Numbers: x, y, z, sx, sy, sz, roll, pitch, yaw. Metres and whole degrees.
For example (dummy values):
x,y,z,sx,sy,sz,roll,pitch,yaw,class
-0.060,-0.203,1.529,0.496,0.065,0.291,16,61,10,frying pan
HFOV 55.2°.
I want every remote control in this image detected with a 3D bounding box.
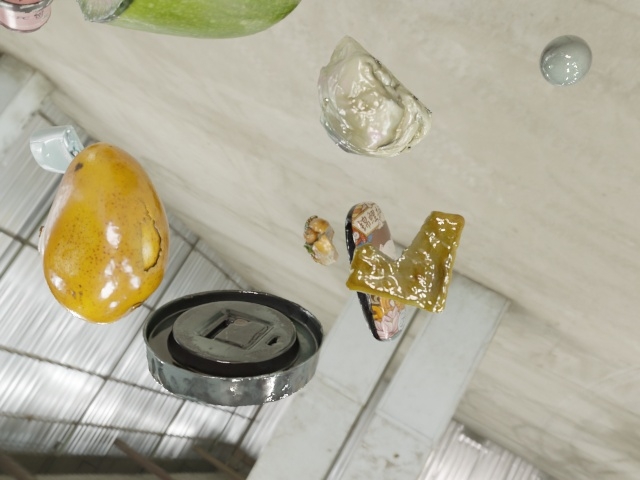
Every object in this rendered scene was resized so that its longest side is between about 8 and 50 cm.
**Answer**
x,y,z,sx,sy,sz,roll,pitch,yaw,class
-0.534,-0.178,1.246,0.293,0.051,0.103,9,127,51,remote control

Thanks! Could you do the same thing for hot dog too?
x,y,z,sx,sy,sz,roll,pitch,yaw,class
0.000,0.000,1.461,0.072,0.109,0.269,-15,170,4,hot dog

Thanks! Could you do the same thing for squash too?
x,y,z,sx,sy,sz,roll,pitch,yaw,class
-0.142,-0.398,0.868,0.308,0.311,0.310,14,-178,-44,squash

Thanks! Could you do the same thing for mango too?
x,y,z,sx,sy,sz,roll,pitch,yaw,class
-0.330,-0.013,0.958,0.190,0.291,0.160,-3,178,27,mango

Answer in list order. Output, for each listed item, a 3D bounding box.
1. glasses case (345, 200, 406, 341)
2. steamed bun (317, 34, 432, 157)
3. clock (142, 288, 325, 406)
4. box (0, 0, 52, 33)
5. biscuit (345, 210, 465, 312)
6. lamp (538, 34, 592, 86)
x,y,z,sx,sy,sz,roll,pitch,yaw,class
0.125,0.071,1.372,0.082,0.122,0.321,-6,105,35,glasses case
0.102,-0.304,1.414,0.268,0.207,0.280,36,-161,-26,steamed bun
-0.149,0.175,1.062,0.312,0.062,0.313,5,-159,-2,clock
-0.634,-0.525,1.286,0.151,0.151,0.135,33,156,-14,box
0.142,0.027,1.048,0.183,0.174,0.039,10,-169,14,biscuit
0.497,-0.364,1.244,0.105,0.105,0.105,29,168,7,lamp
